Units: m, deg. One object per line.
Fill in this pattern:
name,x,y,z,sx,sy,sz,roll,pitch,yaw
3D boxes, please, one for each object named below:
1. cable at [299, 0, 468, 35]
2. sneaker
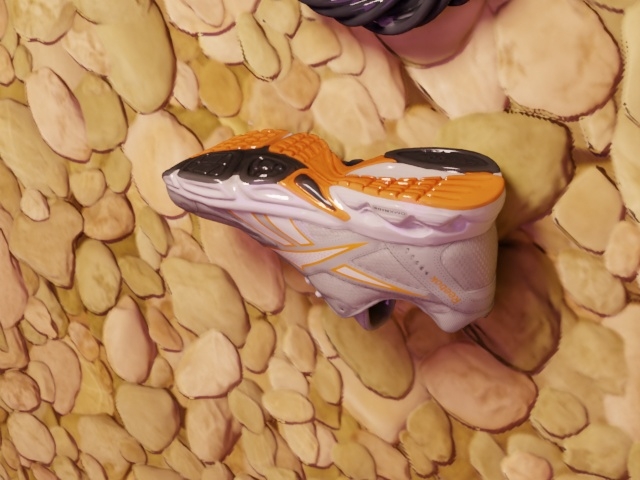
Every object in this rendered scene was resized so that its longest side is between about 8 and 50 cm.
cable,0.038,-0.198,0.638,0.184,0.047,0.150,-33,92,41
sneaker,0.000,0.000,0.723,0.262,0.099,0.121,12,121,37
